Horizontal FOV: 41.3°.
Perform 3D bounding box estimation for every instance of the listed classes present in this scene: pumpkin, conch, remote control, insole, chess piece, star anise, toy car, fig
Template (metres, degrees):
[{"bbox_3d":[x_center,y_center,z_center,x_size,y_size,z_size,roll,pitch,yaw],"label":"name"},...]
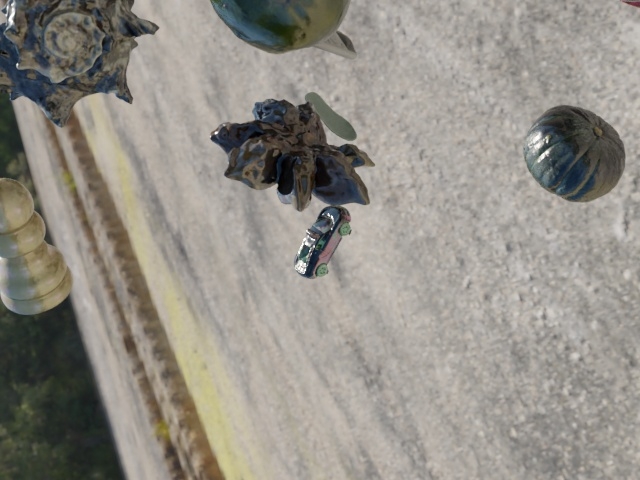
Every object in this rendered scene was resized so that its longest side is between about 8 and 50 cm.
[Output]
[{"bbox_3d":[0.543,-0.186,1.810,0.162,0.220,0.221,-52,54,49],"label":"pumpkin"},{"bbox_3d":[-0.402,-0.294,1.260,0.240,0.313,0.186,46,-148,-64],"label":"conch"},{"bbox_3d":[0.009,-0.392,1.624,0.067,0.029,0.261,57,-158,10],"label":"remote control"},{"bbox_3d":[0.023,-0.275,1.882,0.153,0.053,0.002,49,151,12],"label":"insole"},{"bbox_3d":[-0.371,0.000,1.034,0.094,0.094,0.170,-126,20,-47],"label":"chess piece"},{"bbox_3d":[-0.040,-0.106,1.036,0.212,0.197,0.073,46,137,29],"label":"star anise"},{"bbox_3d":[0.000,0.000,1.491,0.069,0.055,0.142,36,99,50],"label":"toy car"},{"bbox_3d":[-0.061,-0.344,1.124,0.245,0.195,0.195,-138,37,-67],"label":"fig"}]

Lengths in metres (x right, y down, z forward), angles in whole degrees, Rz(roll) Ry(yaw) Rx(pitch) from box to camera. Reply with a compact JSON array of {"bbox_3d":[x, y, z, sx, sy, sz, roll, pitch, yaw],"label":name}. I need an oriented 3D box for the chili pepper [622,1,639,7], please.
[{"bbox_3d":[0.708,-0.546,1.805,0.110,0.387,0.110,21,-90,-80],"label":"chili pepper"}]
